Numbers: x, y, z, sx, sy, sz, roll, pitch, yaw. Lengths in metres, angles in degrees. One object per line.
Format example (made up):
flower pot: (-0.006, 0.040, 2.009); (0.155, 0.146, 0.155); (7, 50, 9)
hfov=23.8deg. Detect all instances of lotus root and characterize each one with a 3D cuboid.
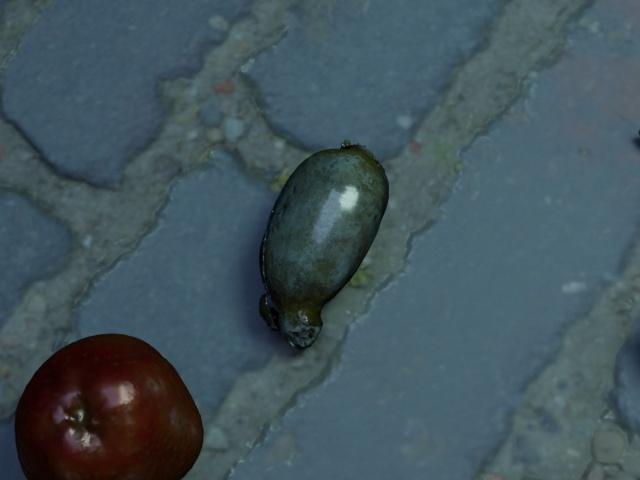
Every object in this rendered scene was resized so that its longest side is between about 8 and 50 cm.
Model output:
lotus root: (-0.002, -0.001, 1.145); (0.088, 0.088, 0.165); (23, 81, 14)

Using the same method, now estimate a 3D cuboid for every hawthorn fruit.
hawthorn fruit: (-0.155, 0.128, 1.073); (0.132, 0.138, 0.133); (-1, 70, 2)

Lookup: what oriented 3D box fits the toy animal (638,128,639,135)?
toy animal: (0.282, 0.013, 1.118); (0.184, 0.104, 0.185); (21, 88, 43)
